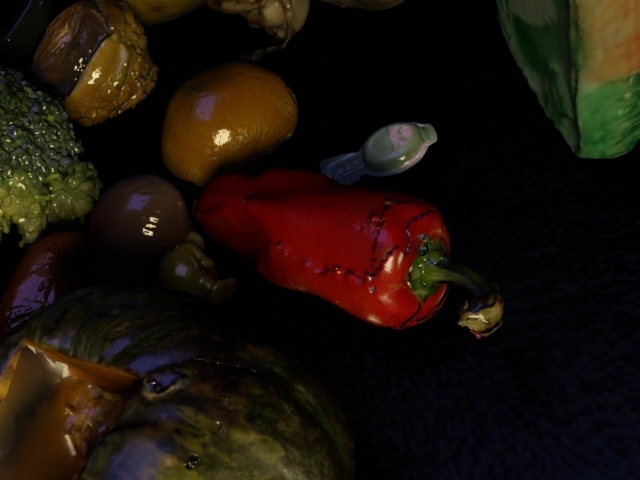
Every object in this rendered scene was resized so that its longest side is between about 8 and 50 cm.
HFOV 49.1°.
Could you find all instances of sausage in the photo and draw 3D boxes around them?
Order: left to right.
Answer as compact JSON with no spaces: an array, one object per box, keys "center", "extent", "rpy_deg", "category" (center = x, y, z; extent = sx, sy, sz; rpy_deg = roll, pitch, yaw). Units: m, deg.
[{"center":[-0.286,0.067,0.730],"extent":[0.089,0.089,0.179],"rpy_deg":[-13,52,23],"category":"sausage"}]

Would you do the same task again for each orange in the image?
[{"center":[-0.108,-0.133,0.772],"extent":[0.160,0.112,0.170],"rpy_deg":[-15,61,21],"category":"orange"}]

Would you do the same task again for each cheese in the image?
[{"center":[0.055,-0.082,0.681],"extent":[0.120,0.026,0.067],"rpy_deg":[-23,46,14],"category":"cheese"}]

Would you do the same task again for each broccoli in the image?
[{"center":[-0.403,-0.093,0.850],"extent":[0.247,0.263,0.243],"rpy_deg":[-103,30,-43],"category":"broccoli"}]

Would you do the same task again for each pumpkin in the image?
[{"center":[-0.139,0.176,0.477],"extent":[0.320,0.192,0.320],"rpy_deg":[-17,50,21],"category":"pumpkin"}]

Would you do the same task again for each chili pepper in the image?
[{"center":[0.000,0.000,0.598],"extent":[0.387,0.110,0.110],"rpy_deg":[16,65,42],"category":"chili pepper"}]

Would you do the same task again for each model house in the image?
[{"center":[0.300,-0.245,0.503],"extent":[0.325,0.267,0.194],"rpy_deg":[-20,53,9],"category":"model house"}]

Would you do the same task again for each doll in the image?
[{"center":[-0.157,0.023,0.683],"extent":[0.188,0.096,0.145],"rpy_deg":[52,131,14],"category":"doll"}]

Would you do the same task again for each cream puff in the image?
[{"center":[-0.300,-0.237,0.949],"extent":[0.189,0.129,0.189],"rpy_deg":[-18,60,35],"category":"cream puff"}]

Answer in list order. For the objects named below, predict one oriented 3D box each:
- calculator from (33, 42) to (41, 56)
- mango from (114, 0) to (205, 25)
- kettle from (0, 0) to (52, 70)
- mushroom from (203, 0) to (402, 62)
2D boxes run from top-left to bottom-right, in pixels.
[{"center":[-0.389,-0.316,1.131],"extent":[0.210,0.039,0.121],"rpy_deg":[-10,53,24],"category":"calculator"},{"center":[-0.198,-0.432,1.025],"extent":[0.329,0.175,0.176],"rpy_deg":[-29,90,8],"category":"mango"},{"center":[-0.541,-0.282,1.096],"extent":[0.262,0.203,0.308],"rpy_deg":[-38,45,-21],"category":"kettle"},{"center":[-0.054,-0.345,0.755],"extent":[0.362,0.362,0.295],"rpy_deg":[34,107,44],"category":"mushroom"}]
